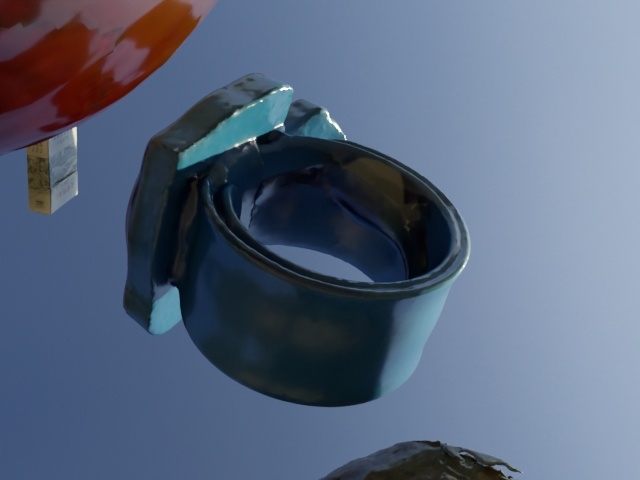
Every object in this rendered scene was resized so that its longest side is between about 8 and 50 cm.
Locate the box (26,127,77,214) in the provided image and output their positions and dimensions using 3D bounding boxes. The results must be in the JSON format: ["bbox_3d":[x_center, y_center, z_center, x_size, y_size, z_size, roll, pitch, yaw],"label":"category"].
[{"bbox_3d":[-0.237,-0.071,0.682,0.024,0.054,0.083,10,-65,4],"label":"box"}]

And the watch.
[{"bbox_3d":[0.000,0.000,0.712,0.274,0.241,0.305,31,-142,20],"label":"watch"}]

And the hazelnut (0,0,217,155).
[{"bbox_3d":[-0.216,-0.231,0.336,0.402,0.402,0.429,-56,-49,-20],"label":"hazelnut"}]

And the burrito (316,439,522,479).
[{"bbox_3d":[0.013,0.254,0.640,0.347,0.175,0.107,-20,-72,-8],"label":"burrito"}]
